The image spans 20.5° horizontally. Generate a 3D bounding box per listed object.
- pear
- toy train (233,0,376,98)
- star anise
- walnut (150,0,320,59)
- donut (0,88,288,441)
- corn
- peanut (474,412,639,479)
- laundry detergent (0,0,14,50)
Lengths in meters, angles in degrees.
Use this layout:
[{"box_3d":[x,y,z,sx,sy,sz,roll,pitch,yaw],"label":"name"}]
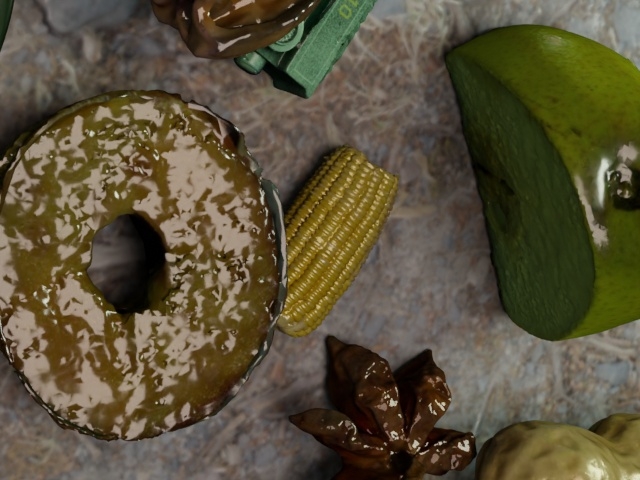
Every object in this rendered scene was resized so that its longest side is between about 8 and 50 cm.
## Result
[{"box_3d":[0.240,-0.048,1.489,0.159,0.292,0.292,-19,111,-13],"label":"pear"},{"box_3d":[-0.004,-0.198,1.422,0.099,0.070,0.172,37,83,-37],"label":"toy train"},{"box_3d":[0.061,0.186,1.530,0.196,0.111,0.212,38,54,-52],"label":"star anise"},{"box_3d":[-0.094,-0.261,1.319,0.238,0.141,0.204,49,67,-26],"label":"walnut"},{"box_3d":[-0.158,0.012,1.376,0.272,0.107,0.272,-5,100,-30],"label":"donut"},{"box_3d":[0.000,0.000,1.476,0.085,0.063,0.165,32,84,-6],"label":"corn"},{"box_3d":[0.262,0.231,1.616,0.305,0.147,0.147,-1,103,-40],"label":"peanut"},{"box_3d":[-0.311,-0.125,1.282,0.137,0.063,0.211,21,94,-27],"label":"laundry detergent"}]
